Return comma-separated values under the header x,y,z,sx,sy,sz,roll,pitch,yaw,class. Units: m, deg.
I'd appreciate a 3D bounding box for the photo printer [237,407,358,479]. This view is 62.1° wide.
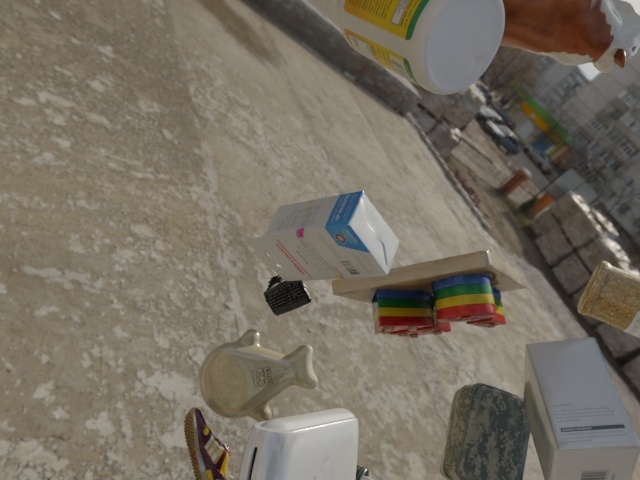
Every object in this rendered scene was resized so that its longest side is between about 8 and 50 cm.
x,y,z,sx,sy,sz,roll,pitch,yaw,class
-0.046,0.487,1.088,0.307,0.107,0.256,16,78,-52,photo printer

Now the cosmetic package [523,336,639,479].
x,y,z,sx,sy,sz,roll,pitch,yaw,class
0.485,0.347,1.024,0.225,0.138,0.224,-85,163,-48,cosmetic package

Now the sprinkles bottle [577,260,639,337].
x,y,z,sx,sy,sz,roll,pitch,yaw,class
0.694,0.161,1.017,0.355,0.121,0.121,25,16,23,sprinkles bottle

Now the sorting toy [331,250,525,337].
x,y,z,sx,sy,sz,roll,pitch,yaw,class
0.193,0.106,0.898,0.255,0.257,0.089,21,60,-56,sorting toy

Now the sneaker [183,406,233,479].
x,y,z,sx,sy,sz,roll,pitch,yaw,class
-0.248,0.460,1.191,0.084,0.069,0.185,-9,87,-34,sneaker

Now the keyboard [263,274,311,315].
x,y,z,sx,sy,sz,roll,pitch,yaw,class
-0.098,0.130,1.297,0.038,0.192,0.100,-24,86,-37,keyboard

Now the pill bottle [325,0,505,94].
x,y,z,sx,sy,sz,roll,pitch,yaw,class
0.094,-0.256,0.604,0.117,0.117,0.208,20,19,-44,pill bottle

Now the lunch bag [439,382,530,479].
x,y,z,sx,sy,sz,roll,pitch,yaw,class
0.476,0.595,1.603,0.212,0.256,0.305,21,67,-4,lunch bag

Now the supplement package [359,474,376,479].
x,y,z,sx,sy,sz,roll,pitch,yaw,class
0.092,0.422,0.536,0.199,0.263,0.198,20,-20,32,supplement package

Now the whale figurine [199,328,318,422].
x,y,z,sx,sy,sz,roll,pitch,yaw,class
-0.145,0.317,1.259,0.141,0.272,0.216,93,-15,-82,whale figurine

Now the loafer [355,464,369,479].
x,y,z,sx,sy,sz,roll,pitch,yaw,class
0.038,0.689,1.384,0.084,0.096,0.267,15,29,25,loafer

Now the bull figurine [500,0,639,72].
x,y,z,sx,sy,sz,roll,pitch,yaw,class
0.255,-0.310,0.650,0.310,0.188,0.101,11,30,17,bull figurine

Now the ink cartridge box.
x,y,z,sx,sy,sz,roll,pitch,yaw,class
0.000,0.000,0.723,0.104,0.181,0.061,51,49,-34,ink cartridge box
